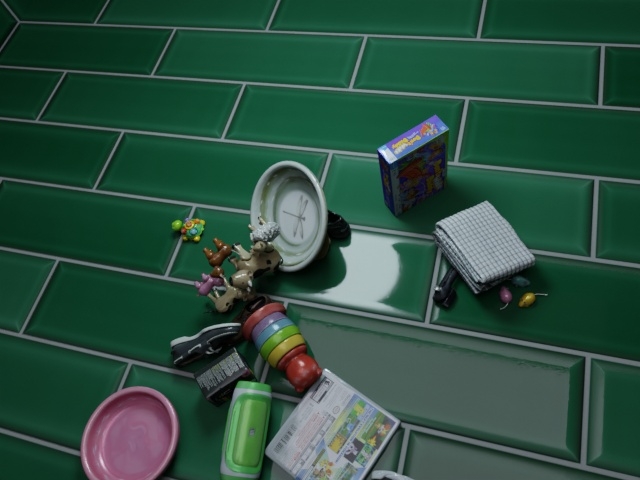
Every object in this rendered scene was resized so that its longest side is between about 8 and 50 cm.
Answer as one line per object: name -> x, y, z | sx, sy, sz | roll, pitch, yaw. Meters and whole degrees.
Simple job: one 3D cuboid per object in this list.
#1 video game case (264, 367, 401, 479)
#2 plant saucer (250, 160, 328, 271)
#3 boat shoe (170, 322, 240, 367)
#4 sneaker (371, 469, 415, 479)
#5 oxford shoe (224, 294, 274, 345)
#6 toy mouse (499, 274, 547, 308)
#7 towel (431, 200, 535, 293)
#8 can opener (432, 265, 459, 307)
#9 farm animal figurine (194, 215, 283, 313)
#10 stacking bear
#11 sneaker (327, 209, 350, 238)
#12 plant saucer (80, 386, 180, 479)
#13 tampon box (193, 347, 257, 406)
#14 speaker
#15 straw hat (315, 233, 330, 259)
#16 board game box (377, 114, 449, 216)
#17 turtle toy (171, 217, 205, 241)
video game case -> 0.036, 0.615, 1.704 | 0.300, 0.036, 0.329 | 31, 71, 25
plant saucer -> -0.097, -0.087, 1.996 | 0.401, 0.101, 0.400 | 3, 94, 43
boat shoe -> -0.386, 0.356, 1.860 | 0.303, 0.114, 0.091 | -26, 64, 32
sneaker -> 0.254, 0.760, 1.540 | 0.269, 0.101, 0.153 | 17, 64, 17
oxford shoe -> -0.267, 0.272, 1.917 | 0.083, 0.096, 0.227 | 38, 78, 22
toy mouse -> 0.646, 0.160, 1.823 | 0.161, 0.031, 0.143 | -30, 60, -5
towel -> 0.547, 0.025, 1.846 | 0.235, 0.121, 0.283 | -21, 59, -19
can opener -> 0.439, 0.138, 1.874 | 0.059, 0.073, 0.186 | -6, 48, 54
farm animal figurine -> -0.265, 0.115, 1.903 | 0.327, 0.330, 0.172 | -33, 64, -26
stacking bear -> -0.114, 0.362, 1.809 | 0.175, 0.164, 0.289 | -38, 66, -10
sneaker -> -0.013, -0.093, 2.057 | 0.268, 0.106, 0.101 | 18, 68, 21
plant saucer -> -0.611, 0.652, 1.791 | 0.332, 0.084, 0.332 | -5, 61, 10
tampon box -> -0.313, 0.454, 1.813 | 0.161, 0.120, 0.101 | -33, 60, -7
speaker -> -0.230, 0.597, 1.704 | 0.131, 0.131, 0.296 | 3, 69, 13
straw hat -> 0.000, 0.000, 2.022 | 0.145, 0.061, 0.144 | 4, 96, 44
board game box -> 0.331, -0.252, 1.930 | 0.233, 0.347, 0.078 | -31, 61, -5
turtle toy -> -0.522, -0.050, 2.160 | 0.130, 0.066, 0.095 | 4, 63, 14
